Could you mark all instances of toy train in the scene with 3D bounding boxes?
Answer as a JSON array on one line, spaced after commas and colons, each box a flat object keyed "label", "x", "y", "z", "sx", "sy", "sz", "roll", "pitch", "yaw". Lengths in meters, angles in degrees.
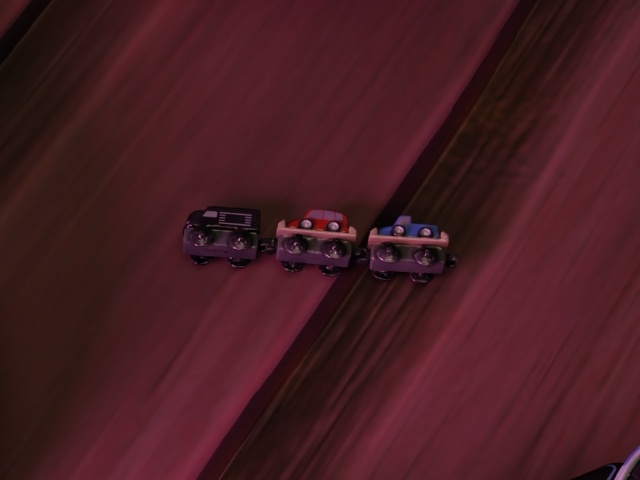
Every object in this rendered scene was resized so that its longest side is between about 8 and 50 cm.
[{"label": "toy train", "x": 0.000, "y": 0.000, "z": 1.059, "sx": 0.158, "sy": 0.027, "sz": 0.036, "roll": 5, "pitch": 55, "yaw": -3}]

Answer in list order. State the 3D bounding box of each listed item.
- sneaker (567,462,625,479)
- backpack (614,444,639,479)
[{"label": "sneaker", "x": 0.076, "y": 0.160, "z": 0.945, "sx": 0.232, "sy": 0.081, "sz": 0.090, "roll": -29, "pitch": 79, "yaw": -31}, {"label": "backpack", "x": 0.247, "y": 0.192, "z": 0.853, "sx": 0.225, "sy": 0.191, "sz": 0.253, "roll": -22, "pitch": 58, "yaw": -15}]
